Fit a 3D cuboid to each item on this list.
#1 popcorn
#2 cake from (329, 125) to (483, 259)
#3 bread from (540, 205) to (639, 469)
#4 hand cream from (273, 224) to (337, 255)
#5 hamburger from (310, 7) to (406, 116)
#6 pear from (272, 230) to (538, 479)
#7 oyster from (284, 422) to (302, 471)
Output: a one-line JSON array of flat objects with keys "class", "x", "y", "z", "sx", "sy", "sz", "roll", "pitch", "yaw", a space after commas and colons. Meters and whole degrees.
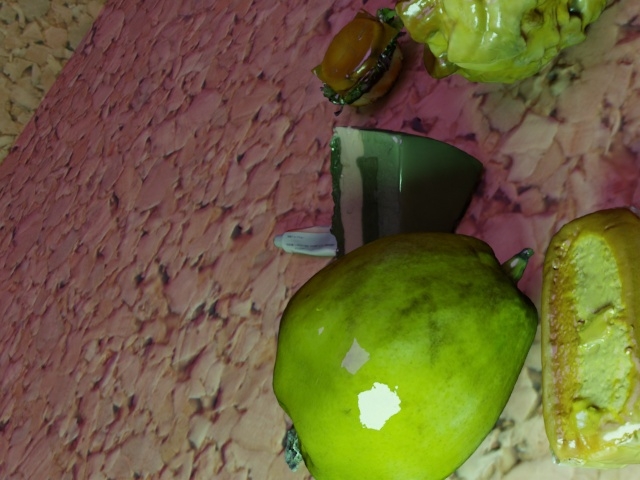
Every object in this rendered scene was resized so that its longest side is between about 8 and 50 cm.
[{"class": "popcorn", "x": 0.258, "y": -0.334, "z": 1.516, "sx": 0.332, "sy": 0.265, "sz": 0.225, "roll": -21, "pitch": 55, "yaw": -13}, {"class": "cake", "x": 0.073, "y": -0.032, "z": 1.556, "sx": 0.158, "sy": 0.172, "sz": 0.283, "roll": 17, "pitch": 78, "yaw": 53}, {"class": "bread", "x": 0.319, "y": 0.106, "z": 1.187, "sx": 0.152, "sy": 0.119, "sz": 0.288, "roll": -32, "pitch": 40, "yaw": 46}, {"class": "hand cream", "x": -0.001, "y": -0.002, "z": 1.753, "sx": 0.216, "sy": 0.038, "sz": 0.052, "roll": 1, "pitch": 93, "yaw": 49}, {"class": "hamburger", "x": 0.076, "y": -0.299, "z": 1.842, "sx": 0.189, "sy": 0.093, "sz": 0.164, "roll": -47, "pitch": 37, "yaw": 18}, {"class": "pear", "x": 0.107, "y": 0.130, "z": 1.318, "sx": 0.375, "sy": 0.287, "sz": 0.287, "roll": -39, "pitch": 36, "yaw": 2}, {"class": "oyster", "x": -0.026, "y": 0.275, "z": 1.577, "sx": 0.098, "sy": 0.037, "sz": 0.100, "roll": -110, "pitch": 36, "yaw": -71}]
